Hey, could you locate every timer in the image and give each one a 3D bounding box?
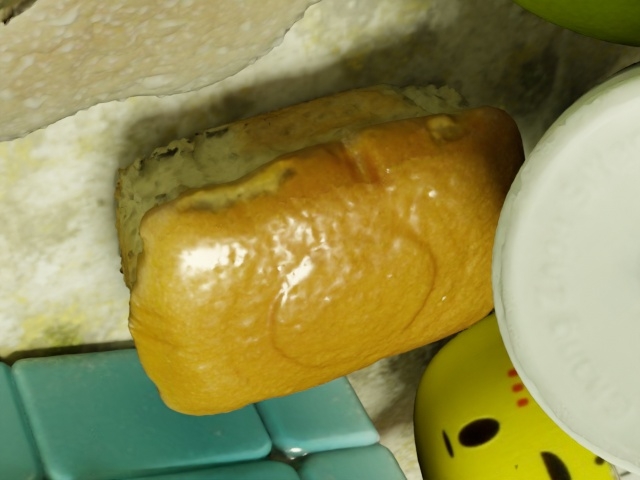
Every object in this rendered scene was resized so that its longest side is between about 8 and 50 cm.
[{"bbox_3d":[0.144,0.185,0.920,0.285,0.285,0.285,-18,140,-16],"label":"timer"}]

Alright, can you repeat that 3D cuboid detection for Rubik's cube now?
[{"bbox_3d":[-0.116,0.282,0.799,0.321,0.316,0.319,-1,134,-30],"label":"Rubik's cube"}]

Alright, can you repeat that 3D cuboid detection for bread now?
[{"bbox_3d":[0.000,0.000,0.724,0.245,0.121,0.174,-14,140,-17],"label":"bread"},{"bbox_3d":[-0.050,-0.144,0.514,0.337,0.102,0.183,-30,164,24],"label":"bread"}]

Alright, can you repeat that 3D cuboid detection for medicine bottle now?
[{"bbox_3d":[0.203,-0.006,0.672,0.190,0.190,0.332,-45,176,17],"label":"medicine bottle"}]

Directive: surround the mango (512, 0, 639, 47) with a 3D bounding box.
[{"bbox_3d":[0.173,-0.182,0.619,0.273,0.149,0.185,-8,145,-19],"label":"mango"}]
